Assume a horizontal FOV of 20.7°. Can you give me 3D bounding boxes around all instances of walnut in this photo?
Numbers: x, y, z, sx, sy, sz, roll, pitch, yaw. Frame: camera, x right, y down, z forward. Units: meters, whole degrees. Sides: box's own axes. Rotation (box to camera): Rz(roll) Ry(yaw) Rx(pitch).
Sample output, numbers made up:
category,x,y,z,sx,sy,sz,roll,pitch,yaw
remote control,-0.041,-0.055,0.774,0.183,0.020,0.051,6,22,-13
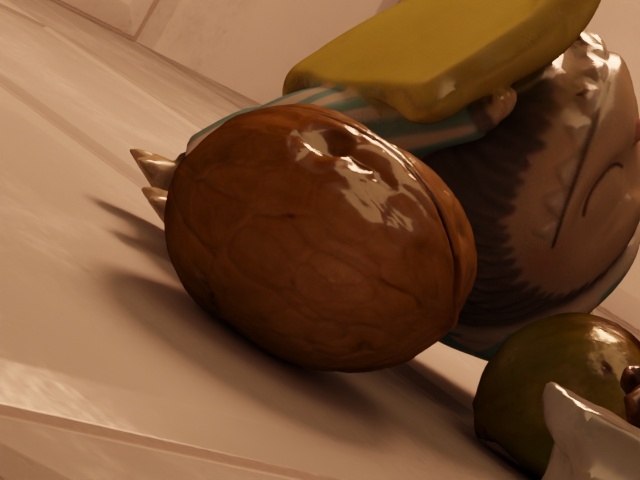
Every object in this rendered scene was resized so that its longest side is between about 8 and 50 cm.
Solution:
category,x,y,z,sx,sy,sz,roll,pitch,yaw
walnut,0.000,0.000,1.112,0.207,0.167,0.167,30,5,17

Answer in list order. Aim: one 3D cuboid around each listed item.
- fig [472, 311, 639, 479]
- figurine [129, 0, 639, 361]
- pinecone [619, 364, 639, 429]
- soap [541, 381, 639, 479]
category,x,y,z,sx,sy,sz,roll,pitch,yaw
fig,0.188,0.117,1.220,0.153,0.120,0.136,32,1,23
figurine,0.102,0.022,1.346,0.377,0.361,0.266,64,-1,-18
pinecone,0.242,0.147,1.000,0.168,0.212,0.185,62,33,-29
soap,0.158,0.181,0.328,0.302,0.159,0.258,27,3,-6
